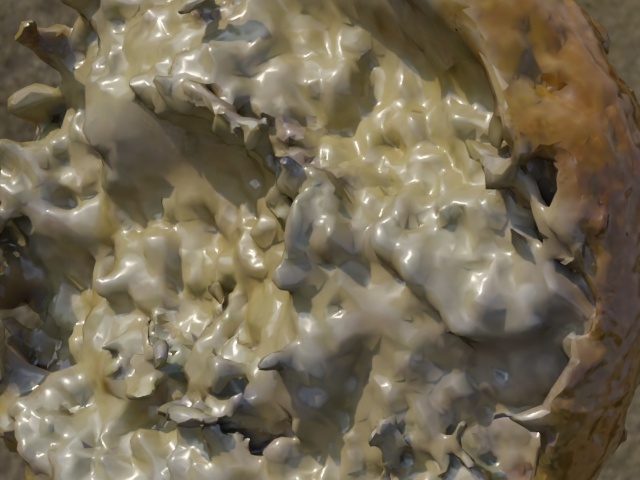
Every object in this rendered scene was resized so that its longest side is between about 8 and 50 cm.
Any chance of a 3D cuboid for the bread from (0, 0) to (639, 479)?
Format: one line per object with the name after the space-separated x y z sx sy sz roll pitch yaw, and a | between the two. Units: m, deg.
0.000 0.000 0.547 0.274 0.274 0.149 43 22 17 | bread
